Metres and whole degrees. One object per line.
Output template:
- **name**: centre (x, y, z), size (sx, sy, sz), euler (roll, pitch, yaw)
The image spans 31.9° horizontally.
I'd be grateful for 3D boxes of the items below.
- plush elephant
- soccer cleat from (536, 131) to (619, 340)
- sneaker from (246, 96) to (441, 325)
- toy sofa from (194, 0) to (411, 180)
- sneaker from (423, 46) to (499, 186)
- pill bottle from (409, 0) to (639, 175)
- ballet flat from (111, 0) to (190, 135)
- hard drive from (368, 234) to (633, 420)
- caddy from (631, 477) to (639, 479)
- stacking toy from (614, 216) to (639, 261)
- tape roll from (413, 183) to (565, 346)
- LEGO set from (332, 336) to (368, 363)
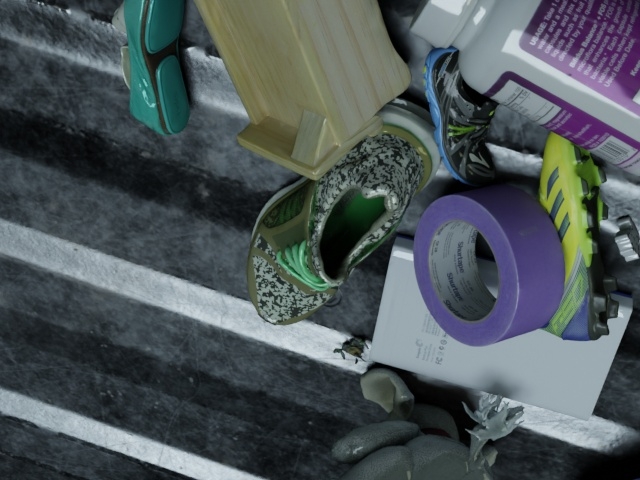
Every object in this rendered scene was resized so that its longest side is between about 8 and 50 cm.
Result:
- **plush elephant**: centre (0.134, 0.331, 1.619), size (0.272, 0.255, 0.330), euler (43, 85, -9)
- **soccer cleat**: centre (0.289, -0.004, 1.366), size (0.121, 0.093, 0.289), euler (3, 118, 31)
- **sneaker**: centre (0.000, 0.000, 1.428), size (0.158, 0.182, 0.410), euler (30, 132, -6)
- **toy sofa**: centre (-0.046, -0.261, 1.230), size (0.150, 0.177, 0.362), euler (26, 152, 41)
- **sneaker**: centre (0.176, -0.143, 1.325), size (0.078, 0.067, 0.188), euler (-2, 125, 28)
- **pill bottle**: centre (0.253, -0.205, 1.179), size (0.301, 0.169, 0.169), euler (28, 132, -5)
- **ballet flat**: centre (-0.215, -0.242, 1.374), size (0.087, 0.083, 0.247), euler (19, 132, 22)
- **hard drive**: centre (0.238, 0.122, 1.533), size (0.318, 0.040, 0.210), euler (15, 127, 7)
- **caddy**: centre (0.504, 0.427, 1.609), size (0.241, 0.179, 0.341), euler (25, 148, -23)
- **stacking toy**: centre (0.482, 0.036, 1.378), size (0.167, 0.052, 0.221), euler (-19, 120, 31)
- **tape roll**: centre (0.202, 0.030, 1.366), size (0.189, 0.080, 0.189), euler (27, 123, 51)
- **LEGO set**: centre (0.061, 0.159, 1.651), size (0.083, 0.023, 0.054), euler (14, 135, -10)
